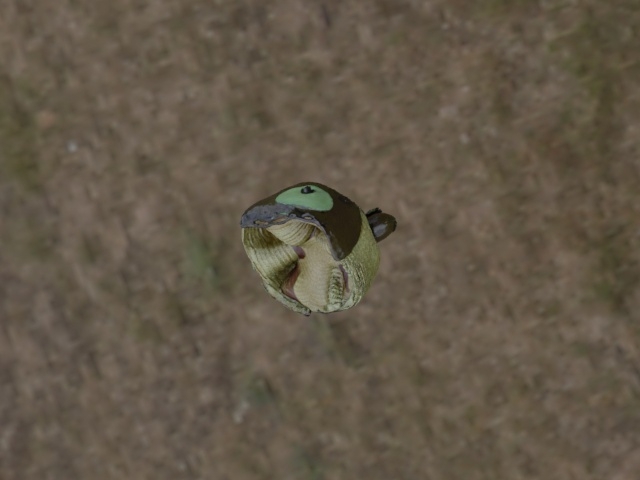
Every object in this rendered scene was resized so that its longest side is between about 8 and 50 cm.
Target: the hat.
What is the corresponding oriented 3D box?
[{"bbox_3d":[0.000,-0.001,1.078,0.077,0.059,0.076,-6,120,43],"label":"hat"}]
